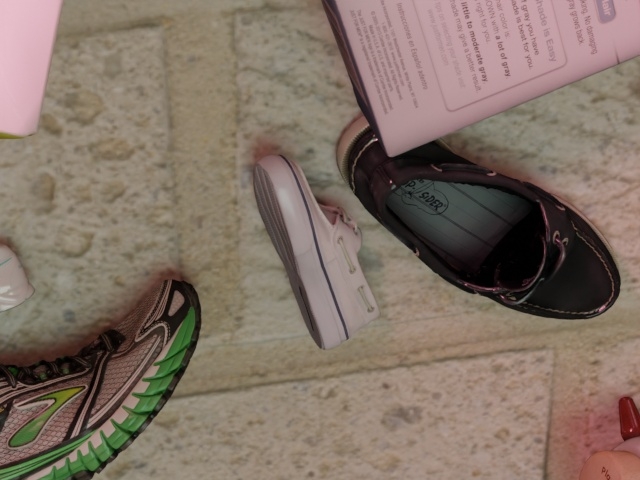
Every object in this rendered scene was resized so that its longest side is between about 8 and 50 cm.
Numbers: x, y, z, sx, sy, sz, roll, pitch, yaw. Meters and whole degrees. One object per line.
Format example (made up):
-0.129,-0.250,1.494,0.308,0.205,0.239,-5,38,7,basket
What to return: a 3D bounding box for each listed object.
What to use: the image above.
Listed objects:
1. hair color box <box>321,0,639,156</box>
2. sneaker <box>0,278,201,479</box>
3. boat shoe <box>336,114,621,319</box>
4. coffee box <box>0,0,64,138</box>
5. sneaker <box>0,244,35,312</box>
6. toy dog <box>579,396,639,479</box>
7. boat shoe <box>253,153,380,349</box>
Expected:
0.190,-0.237,1.293,0.374,0.113,0.185,-22,124,-1,hair color box
-0.247,0.153,1.393,0.343,0.134,0.146,-42,96,-2,sneaker
0.166,0.000,1.424,0.340,0.113,0.127,36,105,-29,boat shoe
-0.349,-0.253,0.910,0.337,0.338,0.334,12,88,-32,coffee box
-0.334,0.047,1.360,0.152,0.054,0.061,-21,107,-6,sneaker
0.300,0.298,1.639,0.220,0.161,0.334,24,124,-34,toy dog
0.000,0.000,1.411,0.075,0.083,0.226,-28,135,-12,boat shoe
